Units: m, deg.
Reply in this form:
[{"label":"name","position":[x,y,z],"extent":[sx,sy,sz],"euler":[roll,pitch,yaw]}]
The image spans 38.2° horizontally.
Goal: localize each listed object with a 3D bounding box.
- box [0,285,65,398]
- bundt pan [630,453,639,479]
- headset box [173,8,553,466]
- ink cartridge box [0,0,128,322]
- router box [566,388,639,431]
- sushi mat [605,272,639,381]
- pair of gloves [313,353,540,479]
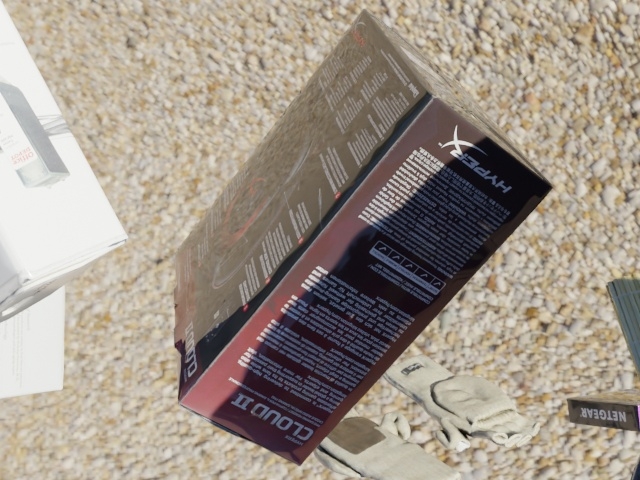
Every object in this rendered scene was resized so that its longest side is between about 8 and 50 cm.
[{"label":"box","position":[-0.295,0.085,0.830],"extent":[0.101,0.087,0.102],"euler":[1,91,37]},{"label":"bundt pan","position":[0.257,0.044,0.381],"extent":[0.124,0.331,0.331],"euler":[28,95,12]},{"label":"headset box","position":[0.000,0.000,0.681],"extent":[0.293,0.110,0.218],"euler":[-50,24,16]},{"label":"ink cartridge box","position":[-0.255,-0.055,0.678],"extent":[0.158,0.092,0.218],"euler":[-28,89,48]},{"label":"router box","position":[0.508,0.273,1.494],"extent":[0.179,0.133,0.046],"euler":[164,101,-67]},{"label":"sushi mat","position":[0.413,0.141,0.963],"extent":[0.151,0.019,0.316],"euler":[-17,46,12]},{"label":"pair of gloves","position":[0.111,0.218,1.065],"extent":[0.204,0.240,0.042],"euler":[19,121,43]}]
